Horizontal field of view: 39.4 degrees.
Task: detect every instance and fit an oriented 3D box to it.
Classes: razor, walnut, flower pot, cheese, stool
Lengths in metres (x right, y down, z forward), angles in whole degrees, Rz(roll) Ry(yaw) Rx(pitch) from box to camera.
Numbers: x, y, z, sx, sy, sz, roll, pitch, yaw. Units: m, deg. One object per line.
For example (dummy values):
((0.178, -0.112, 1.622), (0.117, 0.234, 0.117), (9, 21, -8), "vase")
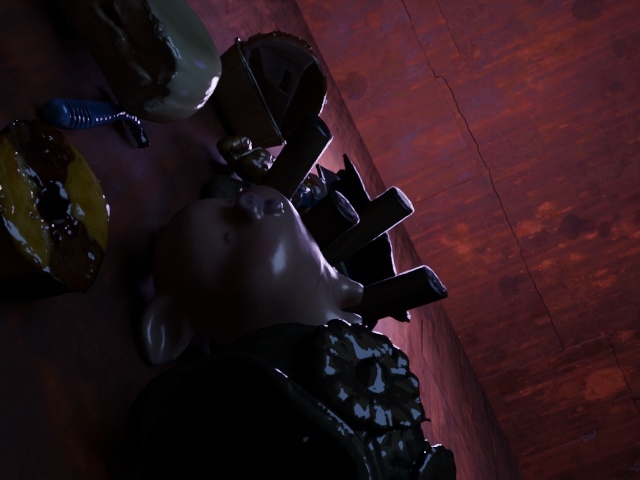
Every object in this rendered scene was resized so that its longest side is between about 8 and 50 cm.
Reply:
((-0.274, -0.159, 1.123), (0.082, 0.042, 0.253), (68, 14, -1), "razor")
((-0.107, -0.122, 1.549), (0.143, 0.069, 0.170), (36, -8, 28), "walnut")
((-0.027, 0.222, 0.874), (0.302, 0.302, 0.213), (67, 22, 4), "flower pot")
((-0.243, -0.277, 1.172), (0.266, 0.127, 0.233), (52, 11, 4), "cheese")
((0.000, 0.000, 1.382), (0.310, 0.226, 0.310), (37, 22, -33), "stool")

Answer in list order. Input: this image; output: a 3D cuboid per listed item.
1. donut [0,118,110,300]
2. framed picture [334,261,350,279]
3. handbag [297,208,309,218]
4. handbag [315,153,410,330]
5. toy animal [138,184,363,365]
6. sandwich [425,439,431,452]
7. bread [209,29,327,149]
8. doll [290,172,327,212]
((-0.271, -0.026, 0.840), (0.166, 0.073, 0.184), (55, 19, -43), "donut")
((0.029, 0.050, 1.707), (0.149, 0.011, 0.109), (68, 13, 10), "framed picture")
((-0.013, 0.048, 1.721), (0.151, 0.072, 0.193), (-82, 147, -65), "handbag")
((0.084, 0.010, 1.994), (0.303, 0.122, 0.329), (70, 2, -47), "handbag")
((-0.081, 0.080, 1.118), (0.237, 0.269, 0.326), (-95, -170, -51), "toy animal")
((0.131, 0.416, 1.426), (0.144, 0.187, 0.117), (41, 28, -48), "sandwich")
((-0.093, -0.282, 1.671), (0.142, 0.212, 0.224), (-86, 151, -72), "bread")
((-0.037, -0.096, 1.848), (0.114, 0.085, 0.152), (50, 21, 13), "doll")
